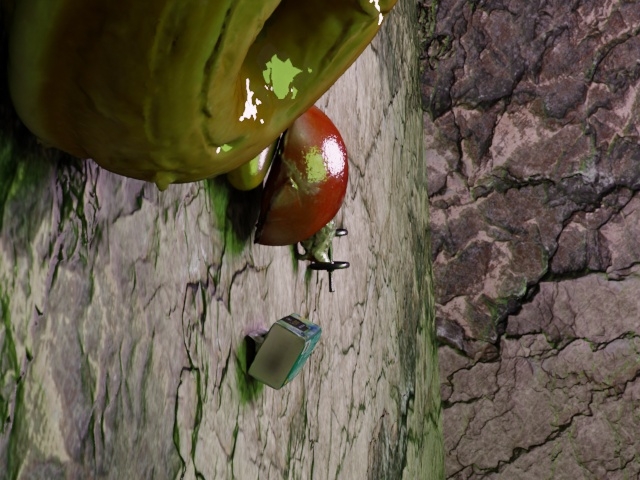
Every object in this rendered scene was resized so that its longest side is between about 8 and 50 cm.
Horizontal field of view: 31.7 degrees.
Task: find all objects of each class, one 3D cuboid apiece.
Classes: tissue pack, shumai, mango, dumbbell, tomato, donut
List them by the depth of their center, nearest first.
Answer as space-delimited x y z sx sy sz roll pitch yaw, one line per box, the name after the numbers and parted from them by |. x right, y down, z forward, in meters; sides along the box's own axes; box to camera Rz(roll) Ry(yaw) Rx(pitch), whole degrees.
-0.078 -0.225 0.931 0.449 0.198 0.449 -45 166 -15 | donut
-0.090 -0.134 1.440 0.103 0.076 0.161 77 19 -60 | mango
-0.015 -0.091 1.537 0.228 0.112 0.199 -83 -171 -52 | tomato
-0.057 0.146 1.559 0.085 0.079 0.111 -61 171 10 | tissue pack
0.000 0.000 1.817 0.082 0.083 0.080 -34 106 -32 | shumai
0.014 0.015 1.905 0.069 0.069 0.147 -22 110 -77 | dumbbell
